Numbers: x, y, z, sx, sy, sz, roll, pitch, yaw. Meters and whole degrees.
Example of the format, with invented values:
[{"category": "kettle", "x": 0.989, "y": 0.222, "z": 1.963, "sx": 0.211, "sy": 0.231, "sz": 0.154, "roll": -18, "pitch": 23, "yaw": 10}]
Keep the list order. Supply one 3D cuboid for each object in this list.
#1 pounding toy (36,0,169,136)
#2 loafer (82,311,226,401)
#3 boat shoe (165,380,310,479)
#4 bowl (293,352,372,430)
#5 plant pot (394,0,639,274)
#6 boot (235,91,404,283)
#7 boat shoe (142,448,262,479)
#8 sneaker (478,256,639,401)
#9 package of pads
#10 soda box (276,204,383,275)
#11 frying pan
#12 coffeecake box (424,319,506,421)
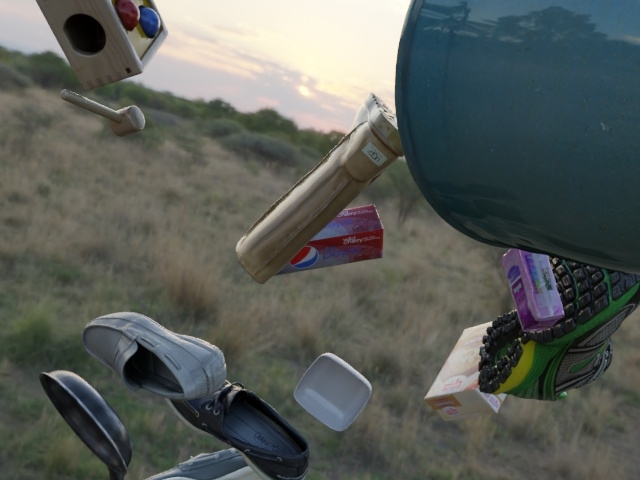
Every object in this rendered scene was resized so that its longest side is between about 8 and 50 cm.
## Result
[{"category": "pounding toy", "x": -0.246, "y": -0.228, "z": 1.030, "sx": 0.094, "sy": 0.206, "sz": 0.181, "roll": -13, "pitch": 32, "yaw": 16}, {"category": "loafer", "x": -0.304, "y": 0.198, "z": 1.446, "sx": 0.319, "sy": 0.112, "sz": 0.111, "roll": 8, "pitch": 22, "yaw": 35}, {"category": "boat shoe", "x": -0.157, "y": 0.328, "z": 1.602, "sx": 0.340, "sy": 0.113, "sz": 0.127, "roll": 40, "pitch": 48, "yaw": 14}, {"category": "bowl", "x": 0.031, "y": 0.313, "z": 1.789, "sx": 0.142, "sy": 0.142, "sz": 0.053, "roll": 37, "pitch": 23, "yaw": 6}, {"category": "plant pot", "x": 0.230, "y": -0.095, "z": 0.538, "sx": 0.271, "sy": 0.272, "sz": 0.255, "roll": 12, "pitch": 8, "yaw": -33}, {"category": "boot", "x": 0.005, "y": -0.079, "z": 1.180, "sx": 0.089, "sy": 0.269, "sz": 0.236, "roll": 45, "pitch": 14, "yaw": -5}, {"category": "boat shoe", "x": -0.235, "y": 0.486, "z": 1.713, "sx": 0.319, "sy": 0.116, "sz": 0.099, "roll": -10, "pitch": 27, "yaw": -10}, {"category": "sneaker", "x": 0.346, "y": 0.111, "z": 1.152, "sx": 0.146, "sy": 0.134, "sz": 0.344, "roll": 13, "pitch": -36, "yaw": -12}, {"category": "package of pads", "x": 0.202, "y": 0.042, "z": 0.812, "sx": 0.031, "sy": 0.083, "sz": 0.050, "roll": -8, "pitch": -21, "yaw": -9}, {"category": "soda box", "x": 0.000, "y": 0.000, "z": 1.824, "sx": 0.263, "sy": 0.092, "sz": 0.083, "roll": -10, "pitch": 43, "yaw": -7}, {"category": "frying pan", "x": -0.315, "y": 0.320, "z": 1.287, "sx": 0.197, "sy": 0.053, "sz": 0.326, "roll": -3, "pitch": -57, "yaw": 55}, {"category": "coffeecake box", "x": 0.297, "y": 0.239, "z": 1.584, "sx": 0.068, "sy": 0.185, "sz": 0.142, "roll": 47, "pitch": -36, "yaw": -12}]
